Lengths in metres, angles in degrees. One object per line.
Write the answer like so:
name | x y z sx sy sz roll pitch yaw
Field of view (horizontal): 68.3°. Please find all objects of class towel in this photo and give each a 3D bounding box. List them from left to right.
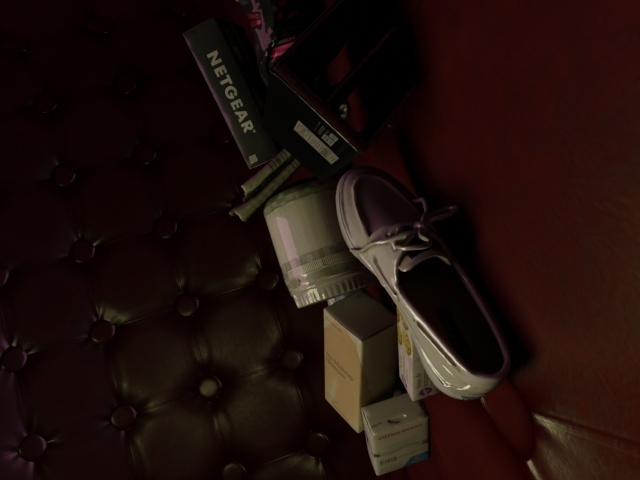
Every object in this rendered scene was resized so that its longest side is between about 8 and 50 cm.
towel | -0.085 -0.167 1.079 0.056 0.324 0.312 45 175 -7

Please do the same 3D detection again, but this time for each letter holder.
letter holder | 0.041 -0.232 0.718 0.152 0.214 0.302 42 174 -7

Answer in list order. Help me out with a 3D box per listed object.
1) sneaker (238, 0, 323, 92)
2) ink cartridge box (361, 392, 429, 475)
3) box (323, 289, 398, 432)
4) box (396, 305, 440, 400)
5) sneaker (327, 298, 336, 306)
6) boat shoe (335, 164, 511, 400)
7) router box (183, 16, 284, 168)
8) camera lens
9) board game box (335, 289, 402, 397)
sneaker | -0.070 -0.448 0.920 0.202 0.185 0.483 62 177 35
ink cartridge box | 0.181 0.463 1.127 0.082 0.139 0.191 -114 11 -53
box | 0.096 0.293 1.142 0.148 0.121 0.311 34 136 45
box | 0.174 0.162 0.822 0.067 0.063 0.324 -114 10 -48
sneaker | 0.065 0.187 1.569 0.086 0.085 0.237 143 107 -74
boat shoe | 0.126 0.023 0.615 0.156 0.136 0.367 90 159 -64
router box | -0.174 -0.342 1.100 0.243 0.081 0.309 -75 -38 -70
camera lens | 0.000 0.000 1.117 0.219 0.219 0.274 116 136 -78
board game box | 0.131 0.296 1.383 0.318 0.066 0.318 -138 32 -74
